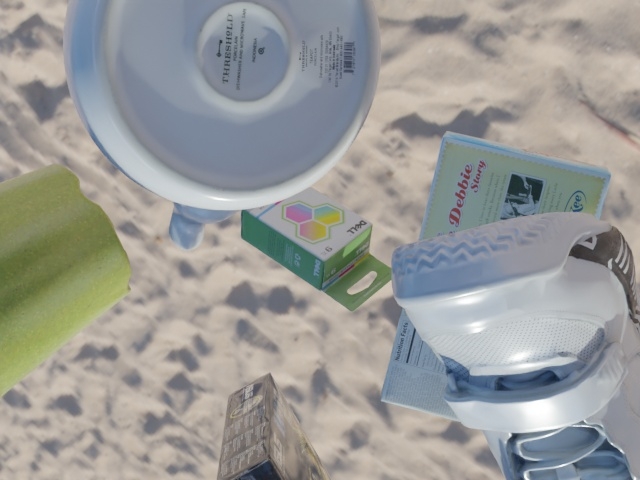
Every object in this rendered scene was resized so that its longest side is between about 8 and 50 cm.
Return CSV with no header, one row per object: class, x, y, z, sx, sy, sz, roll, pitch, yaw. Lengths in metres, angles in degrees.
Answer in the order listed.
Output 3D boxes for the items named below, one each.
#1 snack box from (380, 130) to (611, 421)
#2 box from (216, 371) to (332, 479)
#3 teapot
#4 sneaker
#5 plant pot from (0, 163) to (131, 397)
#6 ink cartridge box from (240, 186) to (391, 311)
snack box,0.195,0.052,1.094,0.187,0.060,0.322,14,103,7
box,-0.035,0.401,1.427,0.318,0.097,0.395,59,-178,-8
teapot,-0.087,-0.152,0.752,0.252,0.256,0.187,47,172,-23
sneaker,0.160,0.121,0.620,0.137,0.210,0.366,-15,157,23
plant pot,-0.366,0.047,1.092,0.276,0.254,0.276,40,149,31
ink cartridge box,0.000,0.000,1.340,0.209,0.109,0.062,33,138,26
